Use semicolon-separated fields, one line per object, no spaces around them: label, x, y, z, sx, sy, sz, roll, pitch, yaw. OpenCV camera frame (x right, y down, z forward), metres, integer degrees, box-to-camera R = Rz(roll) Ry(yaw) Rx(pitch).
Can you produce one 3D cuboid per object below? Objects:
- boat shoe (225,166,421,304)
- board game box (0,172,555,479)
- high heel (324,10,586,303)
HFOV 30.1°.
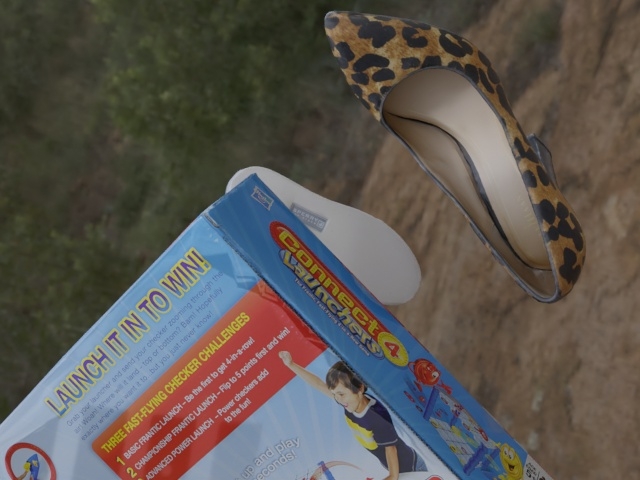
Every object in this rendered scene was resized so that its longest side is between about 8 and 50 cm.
boat shoe;0.000;0.000;1.025;0.063;0.184;0.066;134;159;-80
board game box;-0.048;0.166;0.824;0.308;0.302;0.086;-43;2;29
high heel;0.106;-0.067;0.919;0.093;0.261;0.186;-41;31;30
